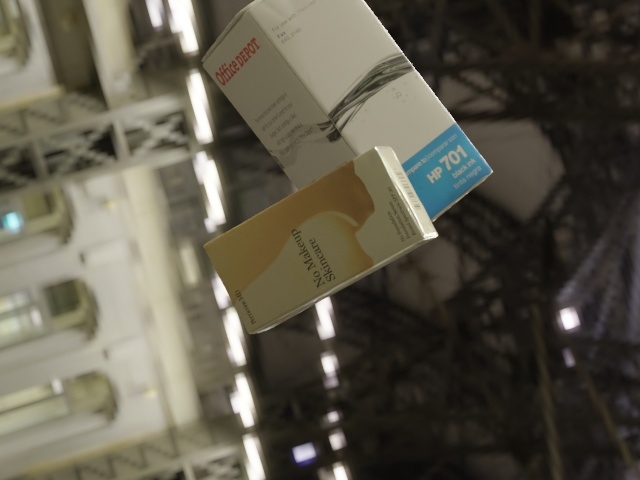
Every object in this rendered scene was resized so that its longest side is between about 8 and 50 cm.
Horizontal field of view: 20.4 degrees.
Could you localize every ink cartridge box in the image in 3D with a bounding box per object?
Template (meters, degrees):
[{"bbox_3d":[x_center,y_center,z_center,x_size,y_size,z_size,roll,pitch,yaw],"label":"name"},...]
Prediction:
[{"bbox_3d":[0.015,-0.088,1.257,0.191,0.082,0.139,54,-19,-2],"label":"ink cartridge box"}]

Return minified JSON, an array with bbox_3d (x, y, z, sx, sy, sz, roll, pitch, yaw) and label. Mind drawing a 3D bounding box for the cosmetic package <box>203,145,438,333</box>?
[{"bbox_3d":[0.000,0.000,0.986,0.060,0.115,0.041,61,14,6],"label":"cosmetic package"}]
